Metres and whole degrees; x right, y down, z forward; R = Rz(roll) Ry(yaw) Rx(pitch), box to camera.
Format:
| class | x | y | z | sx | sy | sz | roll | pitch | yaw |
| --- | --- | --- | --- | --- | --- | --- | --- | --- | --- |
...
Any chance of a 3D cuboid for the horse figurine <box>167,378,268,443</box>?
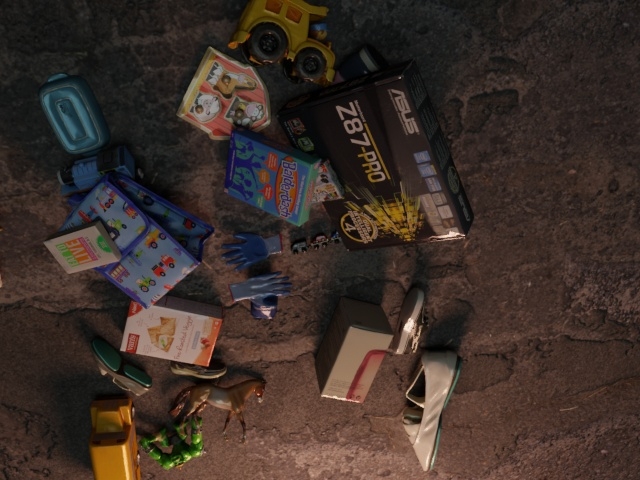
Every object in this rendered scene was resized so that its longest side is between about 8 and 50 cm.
| class | x | y | z | sx | sy | sz | roll | pitch | yaw |
| --- | --- | --- | --- | --- | --- | --- | --- | --- | --- |
| horse figurine | -0.291 | 0.459 | 1.611 | 0.264 | 0.066 | 0.174 | 9 | 79 | -1 |

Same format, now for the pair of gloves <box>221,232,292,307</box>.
| class | x | y | z | sx | sy | sz | roll | pitch | yaw |
| --- | --- | --- | --- | --- | --- | --- | --- | --- | --- |
| pair of gloves | -0.157 | 0.073 | 1.434 | 0.160 | 0.023 | 0.198 | -10 | 82 | -10 |

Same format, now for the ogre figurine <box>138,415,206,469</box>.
| class | x | y | z | sx | sy | sz | roll | pitch | yaw |
| --- | --- | --- | --- | --- | --- | --- | --- | --- | --- |
| ogre figurine | -0.411 | 0.585 | 1.666 | 0.197 | 0.097 | 0.118 | -28 | 99 | -11 |

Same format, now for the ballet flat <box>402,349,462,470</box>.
| class | x | y | z | sx | sy | sz | roll | pitch | yaw |
| --- | --- | --- | --- | --- | --- | --- | --- | --- | --- |
| ballet flat | 0.309 | 0.490 | 1.710 | 0.139 | 0.139 | 0.399 | 5 | 111 | -10 |

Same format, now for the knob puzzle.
| class | x | y | z | sx | sy | sz | roll | pitch | yaw |
| --- | --- | --- | --- | --- | --- | --- | --- | --- | --- |
| knob puzzle | -0.198 | -0.306 | 1.294 | 0.214 | 0.030 | 0.213 | -3 | 116 | -7 |

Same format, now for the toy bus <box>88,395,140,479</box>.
| class | x | y | z | sx | sy | sz | roll | pitch | yaw |
| --- | --- | --- | --- | --- | --- | --- | --- | --- | --- |
| toy bus | -0.576 | 0.600 | 1.625 | 0.108 | 0.130 | 0.332 | -1 | 116 | -8 |

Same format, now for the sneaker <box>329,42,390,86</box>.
| class | x | y | z | sx | sy | sz | roll | pitch | yaw |
| --- | --- | --- | --- | --- | --- | --- | --- | --- | --- |
| sneaker | 0.150 | -0.285 | 1.323 | 0.131 | 0.112 | 0.319 | -30 | 112 | 25 |

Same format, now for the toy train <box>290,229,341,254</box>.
| class | x | y | z | sx | sy | sz | roll | pitch | yaw |
| --- | --- | --- | --- | --- | --- | --- | --- | --- | --- |
| toy train | 0.000 | 0.000 | 1.473 | 0.159 | 0.027 | 0.036 | -15 | 106 | 0 |

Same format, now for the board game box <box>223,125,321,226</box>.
| class | x | y | z | sx | sy | sz | roll | pitch | yaw |
| --- | --- | --- | --- | --- | --- | --- | --- | --- | --- |
| board game box | -0.113 | -0.145 | 1.304 | 0.210 | 0.047 | 0.160 | 24 | 124 | 18 |

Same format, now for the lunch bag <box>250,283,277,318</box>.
| class | x | y | z | sx | sy | sz | roll | pitch | yaw |
| --- | --- | --- | --- | --- | --- | --- | --- | --- | --- |
| lunch bag | -0.144 | 0.143 | 1.484 | 0.067 | 0.098 | 0.065 | 3 | 133 | -12 |

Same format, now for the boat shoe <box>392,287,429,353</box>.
| class | x | y | z | sx | sy | sz | roll | pitch | yaw |
| --- | --- | --- | --- | --- | --- | --- | --- | --- | --- |
| boat shoe | 0.257 | 0.222 | 1.591 | 0.070 | 0.077 | 0.219 | 7 | 123 | -10 |

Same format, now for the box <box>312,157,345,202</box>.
| class | x | y | z | sx | sy | sz | roll | pitch | yaw |
| --- | --- | --- | --- | --- | --- | --- | --- | --- | --- |
| box | -0.021 | -0.131 | 1.321 | 0.137 | 0.027 | 0.093 | -7 | 124 | 37 |

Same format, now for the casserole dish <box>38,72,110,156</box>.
| class | x | y | z | sx | sy | sz | roll | pitch | yaw |
| --- | --- | --- | --- | --- | --- | --- | --- | --- | --- |
| casserole dish | -0.538 | -0.268 | 1.263 | 0.114 | 0.037 | 0.188 | -17 | 116 | 0 |

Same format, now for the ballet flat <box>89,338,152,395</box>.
| class | x | y | z | sx | sy | sz | roll | pitch | yaw |
| --- | --- | --- | --- | --- | --- | --- | --- | --- | --- |
| ballet flat | -0.543 | 0.345 | 1.540 | 0.068 | 0.072 | 0.213 | -38 | 115 | 15 |

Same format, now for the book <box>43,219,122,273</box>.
| class | x | y | z | sx | sy | sz | roll | pitch | yaw |
| --- | --- | --- | --- | --- | --- | --- | --- | --- | --- |
| book | -0.521 | 0.017 | 1.277 | 0.144 | 0.035 | 0.096 | -14 | 117 | 20 |

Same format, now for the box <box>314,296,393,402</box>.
| class | x | y | z | sx | sy | sz | roll | pitch | yaw |
| --- | --- | --- | --- | --- | --- | --- | --- | --- | --- |
| box | 0.085 | 0.293 | 1.557 | 0.127 | 0.148 | 0.232 | 15 | 113 | -15 |

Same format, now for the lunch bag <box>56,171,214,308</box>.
| class | x | y | z | sx | sy | sz | roll | pitch | yaw |
| --- | --- | --- | --- | --- | --- | --- | --- | --- | --- |
| lunch bag | -0.432 | -0.017 | 1.314 | 0.293 | 0.138 | 0.221 | 39 | 123 | -22 |

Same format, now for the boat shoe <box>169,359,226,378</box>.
| class | x | y | z | sx | sy | sz | roll | pitch | yaw |
| --- | --- | --- | --- | --- | --- | --- | --- | --- | --- |
| boat shoe | -0.331 | 0.338 | 1.573 | 0.153 | 0.056 | 0.049 | 4 | 120 | -9 |

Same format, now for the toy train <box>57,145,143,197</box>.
| class | x | y | z | sx | sy | sz | roll | pitch | yaw |
| --- | --- | --- | --- | --- | --- | --- | --- | --- | --- |
| toy train | -0.493 | -0.143 | 1.290 | 0.184 | 0.080 | 0.105 | -13 | 147 | 2 |

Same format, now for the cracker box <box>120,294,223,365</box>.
| class | x | y | z | sx | sy | sz | roll | pitch | yaw |
| --- | --- | --- | --- | --- | --- | --- | --- | --- | --- |
| cracker box | -0.385 | 0.229 | 1.507 | 0.233 | 0.067 | 0.155 | 14 | 113 | -13 |

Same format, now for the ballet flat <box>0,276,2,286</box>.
| class | x | y | z | sx | sy | sz | roll | pitch | yaw |
| --- | --- | --- | --- | --- | --- | --- | --- | --- | --- |
| ballet flat | -0.805 | 0.112 | 1.409 | 0.052 | 0.057 | 0.168 | 15 | 120 | -45 |

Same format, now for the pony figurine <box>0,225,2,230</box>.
| class | x | y | z | sx | sy | sz | roll | pitch | yaw |
| --- | --- | --- | --- | --- | --- | --- | --- | --- | --- |
| pony figurine | -0.937 | 0.041 | 1.254 | 0.351 | 0.303 | 0.363 | 33 | 92 | -30 |

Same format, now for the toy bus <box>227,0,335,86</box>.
| class | x | y | z | sx | sy | sz | roll | pitch | yaw |
| --- | --- | --- | --- | --- | --- | --- | --- | --- | --- |
| toy bus | -0.055 | -0.444 | 1.198 | 0.221 | 0.149 | 0.211 | 20 | 96 | -19 |

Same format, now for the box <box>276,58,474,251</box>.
| class | x | y | z | sx | sy | sz | roll | pitch | yaw |
| --- | --- | --- | --- | --- | --- | --- | --- | --- | --- |
| box | 0.126 | -0.165 | 1.289 | 0.319 | 0.097 | 0.394 | -8 | 122 | 34 |
